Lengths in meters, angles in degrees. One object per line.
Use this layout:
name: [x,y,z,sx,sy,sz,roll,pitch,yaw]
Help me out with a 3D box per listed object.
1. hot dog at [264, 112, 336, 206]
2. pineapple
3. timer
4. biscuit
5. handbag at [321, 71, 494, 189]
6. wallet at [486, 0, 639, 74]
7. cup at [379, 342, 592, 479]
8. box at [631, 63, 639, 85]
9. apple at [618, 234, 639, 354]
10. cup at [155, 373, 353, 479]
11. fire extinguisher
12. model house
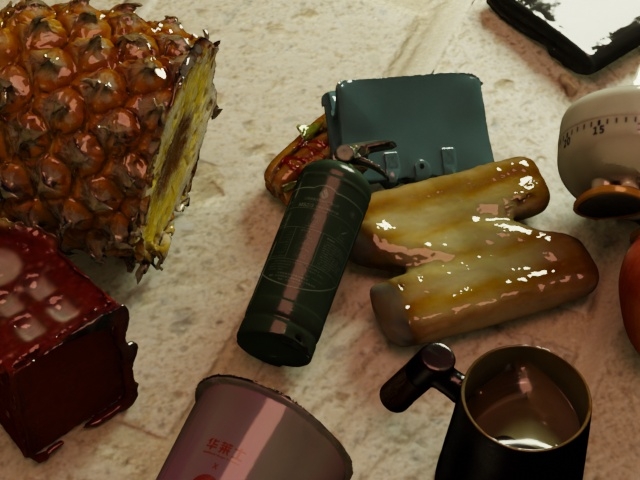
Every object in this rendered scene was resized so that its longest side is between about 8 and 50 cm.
hot dog: [0.028,-0.132,2.074,0.250,0.076,0.104,-37,59,-26]
pineapple: [-0.295,-0.134,1.895,0.300,0.352,0.352,9,50,6]
timer: [0.418,-0.130,1.971,0.233,0.233,0.240,8,71,5]
biscuit: [0.180,0.012,1.964,0.290,0.062,0.237,-17,53,-15]
handbag: [0.116,-0.142,2.047,0.221,0.057,0.144,-6,79,-25]
wallet: [0.465,-0.394,2.323,0.406,0.062,0.228,-31,58,-24]
cup: [0.178,0.218,1.714,0.239,0.177,0.166,7,51,4]
box: [0.540,-0.155,2.114,0.259,0.071,0.168,19,52,13]
apple: [0.443,0.068,1.859,0.199,0.199,0.199,1,50,-1]
cup: [-0.117,0.312,1.633,0.203,0.203,0.288,22,58,16]
fire extinguisher: [0.000,0.000,1.900,0.114,0.095,0.311,14,65,12]
model house: [-0.348,0.094,1.789,0.160,0.196,0.254,-36,59,-26]
